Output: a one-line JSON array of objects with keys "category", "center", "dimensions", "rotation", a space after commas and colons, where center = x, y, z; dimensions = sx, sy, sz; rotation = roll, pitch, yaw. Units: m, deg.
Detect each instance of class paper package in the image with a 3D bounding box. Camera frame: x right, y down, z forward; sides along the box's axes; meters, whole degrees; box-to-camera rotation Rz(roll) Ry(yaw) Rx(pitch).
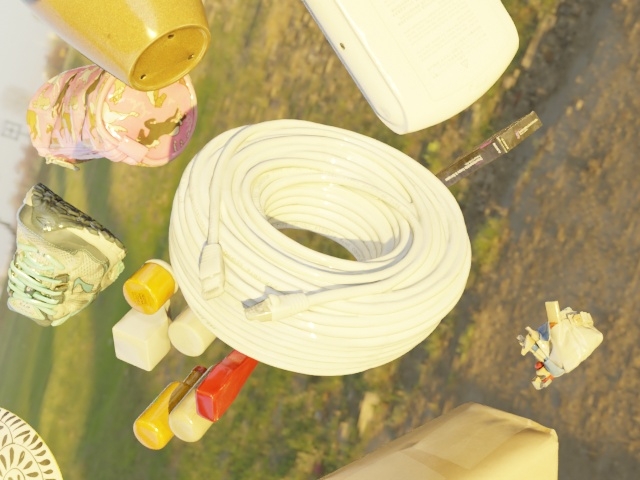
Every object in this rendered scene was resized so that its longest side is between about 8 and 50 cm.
[{"category": "paper package", "center": [0.152, 0.418, 1.439], "dimensions": [0.168, 0.324, 0.310], "rotation": [18, 118, 46]}]

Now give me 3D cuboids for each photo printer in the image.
[{"category": "photo printer", "center": [0.134, -0.327, 1.601], "dimensions": [0.256, 0.307, 0.107], "rotation": [-38, 10, -20]}]

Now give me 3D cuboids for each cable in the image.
[{"category": "cable", "center": [0.000, 0.000, 0.931], "dimensions": [0.257, 0.257, 0.089], "rotation": [-108, 29, -46]}]

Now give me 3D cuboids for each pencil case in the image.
[{"category": "pencil case", "center": [-0.330, -0.194, 1.698], "dimensions": [0.386, 0.160, 0.167], "rotation": [5, 103, 59]}]

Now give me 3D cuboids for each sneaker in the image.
[{"category": "sneaker", "center": [-0.279, 0.034, 1.171], "dimensions": [0.122, 0.110, 0.283], "rotation": [-53, -6, -14]}]

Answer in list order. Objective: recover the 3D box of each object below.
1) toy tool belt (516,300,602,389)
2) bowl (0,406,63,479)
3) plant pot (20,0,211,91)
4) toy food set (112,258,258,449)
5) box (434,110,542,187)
[{"category": "toy tool belt", "center": [0.180, 0.078, 0.859], "dimensions": [0.052, 0.051, 0.083], "rotation": [-37, -9, -27]}, {"category": "bowl", "center": [-0.322, 0.238, 0.984], "dimensions": [0.080, 0.170, 0.170], "rotation": [-25, -39, -65]}, {"category": "plant pot", "center": [-0.253, -0.316, 1.364], "dimensions": [0.254, 0.237, 0.237], "rotation": [54, 142, 16]}, {"category": "toy food set", "center": [-0.123, 0.104, 1.071], "dimensions": [0.104, 0.111, 0.232], "rotation": [-49, -31, -44]}, {"category": "box", "center": [0.233, -0.123, 1.591], "dimensions": [0.116, 0.029, 0.162], "rotation": [-36, 1, -44]}]
